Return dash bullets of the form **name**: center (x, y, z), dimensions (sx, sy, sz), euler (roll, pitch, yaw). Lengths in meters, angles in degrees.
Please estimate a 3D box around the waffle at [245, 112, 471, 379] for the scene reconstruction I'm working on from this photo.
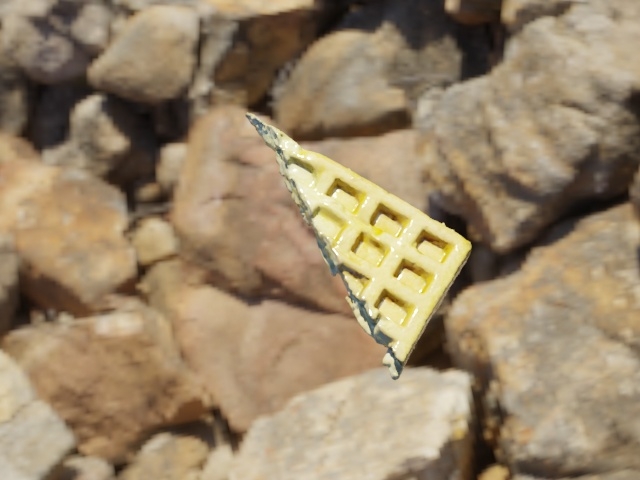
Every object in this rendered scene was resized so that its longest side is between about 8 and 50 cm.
- **waffle**: center (0.000, 0.000, 1.267), dimensions (0.191, 0.125, 0.032), euler (30, 155, 5)
